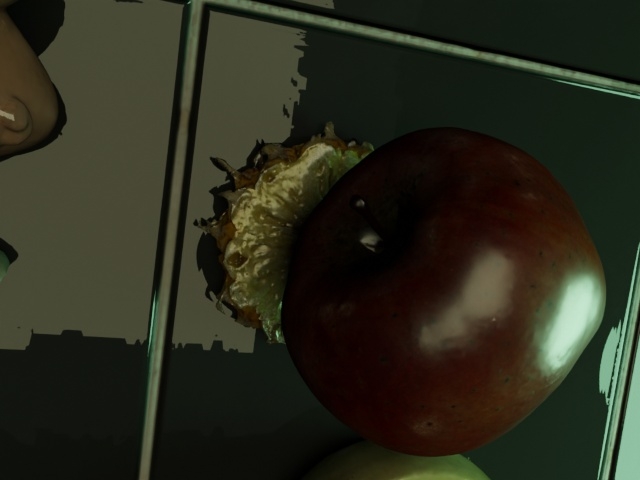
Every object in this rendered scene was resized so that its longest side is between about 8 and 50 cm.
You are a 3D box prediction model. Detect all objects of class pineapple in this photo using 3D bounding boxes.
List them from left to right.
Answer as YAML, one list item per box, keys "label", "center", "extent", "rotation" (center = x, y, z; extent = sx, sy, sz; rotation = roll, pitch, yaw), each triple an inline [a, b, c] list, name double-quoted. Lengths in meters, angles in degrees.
- label: "pineapple"
  center: [0.000, 0.000, 0.586]
  extent: [0.221, 0.047, 0.221]
  rotation: [-3, 99, -18]

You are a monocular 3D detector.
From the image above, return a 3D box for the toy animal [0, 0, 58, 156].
- label: "toy animal"
  center: [-0.256, -0.143, 0.399]
  extent: [0.229, 0.210, 0.221]
  rotation: [-29, 99, 23]

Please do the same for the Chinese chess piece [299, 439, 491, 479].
- label: "Chinese chess piece"
  center: [0.066, 0.305, 0.624]
  extent: [0.250, 0.097, 0.251]
  rotation: [-2, 98, -19]

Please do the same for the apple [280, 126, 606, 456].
- label: "apple"
  center: [0.089, 0.035, 0.489]
  extent: [0.234, 0.234, 0.234]
  rotation: [-3, 98, -18]

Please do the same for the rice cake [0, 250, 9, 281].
- label: "rice cake"
  center: [-0.340, -0.033, 0.464]
  extent: [0.256, 0.057, 0.052]
  rotation: [34, 104, -20]
